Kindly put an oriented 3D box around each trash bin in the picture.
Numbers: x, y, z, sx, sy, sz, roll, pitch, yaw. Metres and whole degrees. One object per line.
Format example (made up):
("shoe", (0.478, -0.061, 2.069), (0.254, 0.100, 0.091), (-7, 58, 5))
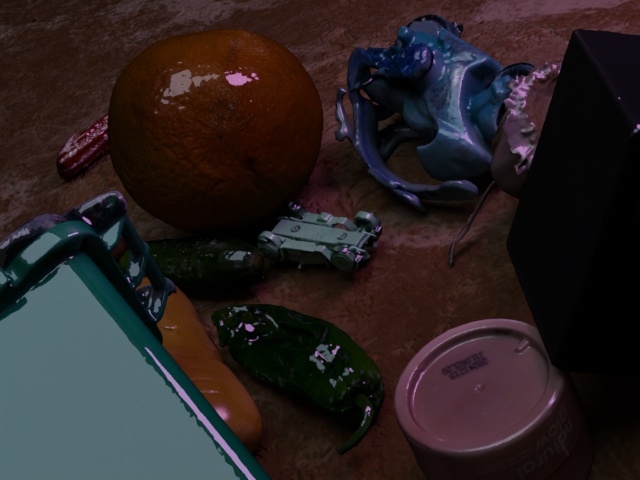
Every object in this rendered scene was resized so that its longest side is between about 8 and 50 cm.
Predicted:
("trash bin", (-0.163, 0.184, 1.025), (0.295, 0.259, 0.381), (-42, 62, -14))

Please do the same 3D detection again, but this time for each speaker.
("speaker", (0.312, -0.023, 1.007), (0.254, 0.232, 0.184), (4, 36, -11))

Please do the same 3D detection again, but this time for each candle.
("candle", (-0.253, -0.202, 1.782), (0.329, 0.051, 0.048), (-42, 36, -19))

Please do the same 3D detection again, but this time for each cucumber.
("cucumber", (-0.157, 0.028, 1.435), (0.227, 0.069, 0.069), (0, 44, 37))

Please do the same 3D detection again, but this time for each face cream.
("face cream", (0.148, 0.154, 1.052), (0.149, 0.104, 0.149), (-17, 38, 14))

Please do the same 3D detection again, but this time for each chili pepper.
("chili pepper", (-0.019, 0.119, 1.232), (0.100, 0.074, 0.257), (-35, 31, -23))

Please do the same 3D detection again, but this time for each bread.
("bread", (-0.169, 0.140, 1.286), (0.142, 0.091, 0.305), (-28, 36, -10))

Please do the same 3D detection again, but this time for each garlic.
("garlic", (0.211, -0.075, 1.220), (0.256, 0.207, 0.207), (-26, 36, 14))

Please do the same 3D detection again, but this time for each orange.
("orange", (-0.122, -0.133, 1.457), (0.264, 0.264, 0.264), (-17, 37, 14))

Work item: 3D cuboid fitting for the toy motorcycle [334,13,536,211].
("toy motorcycle", (0.130, -0.146, 1.410), (0.206, 0.154, 0.260), (-52, 41, 5))

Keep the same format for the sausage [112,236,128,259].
("sausage", (-0.336, 0.033, 1.568), (0.223, 0.029, 0.029), (-17, 38, 15))

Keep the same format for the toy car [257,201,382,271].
("toy car", (0.000, 0.000, 1.376), (0.143, 0.054, 0.073), (8, 47, 36))
